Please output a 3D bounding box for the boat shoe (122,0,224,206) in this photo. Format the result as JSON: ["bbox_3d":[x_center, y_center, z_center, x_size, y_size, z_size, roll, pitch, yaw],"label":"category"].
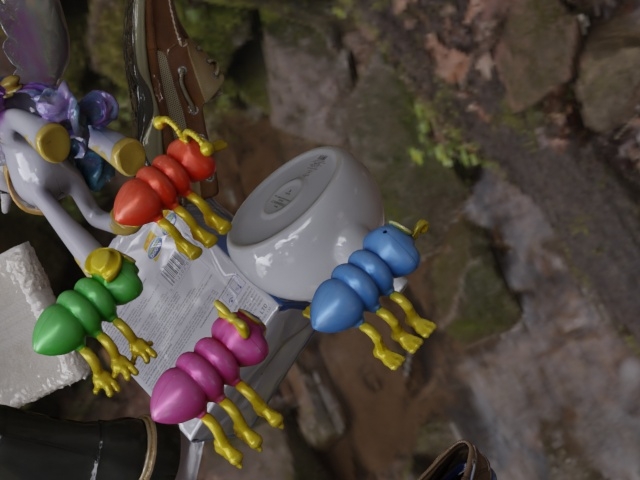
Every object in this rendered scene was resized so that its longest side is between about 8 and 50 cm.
[{"bbox_3d":[-0.187,-0.200,1.658,0.122,0.120,0.323,-143,49,-73],"label":"boat shoe"}]

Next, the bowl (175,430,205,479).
[{"bbox_3d":[-0.239,0.340,2.070,0.053,0.142,0.141,7,78,17],"label":"bowl"}]

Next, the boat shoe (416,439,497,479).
[{"bbox_3d":[0.071,0.231,1.010,0.066,0.183,0.066,9,137,39],"label":"boat shoe"}]

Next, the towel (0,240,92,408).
[{"bbox_3d":[-0.402,0.123,1.645,0.282,0.049,0.187,-25,95,45],"label":"towel"}]

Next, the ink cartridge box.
[{"bbox_3d":[-0.214,0.086,2.037,0.395,0.151,0.270,42,108,27],"label":"ink cartridge box"}]

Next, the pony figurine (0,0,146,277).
[{"bbox_3d":[-0.359,-0.133,1.507,0.363,0.303,0.351,26,142,44],"label":"pony figurine"}]

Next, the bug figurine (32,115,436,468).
[{"bbox_3d":[-0.072,0.025,0.853,0.279,0.216,0.072,25,151,35],"label":"bug figurine"}]

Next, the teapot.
[{"bbox_3d":[0.000,0.000,1.858,0.253,0.256,0.187,-28,118,27],"label":"teapot"}]

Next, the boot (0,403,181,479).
[{"bbox_3d":[-0.201,0.171,0.914,0.198,0.137,0.076,-51,36,39],"label":"boot"}]
